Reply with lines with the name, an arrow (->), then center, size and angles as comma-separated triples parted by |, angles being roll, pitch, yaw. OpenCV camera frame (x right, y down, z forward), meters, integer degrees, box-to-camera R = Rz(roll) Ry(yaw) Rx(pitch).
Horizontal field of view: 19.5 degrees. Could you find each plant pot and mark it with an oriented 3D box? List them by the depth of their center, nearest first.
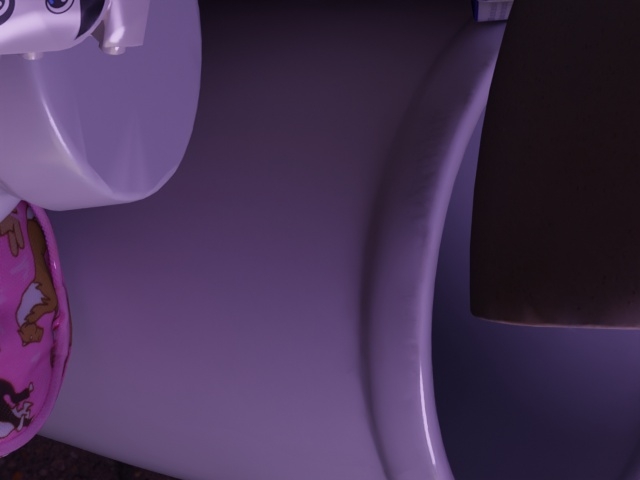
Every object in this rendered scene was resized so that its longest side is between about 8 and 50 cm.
plant pot -> 0.184, -0.080, 0.598 | 0.284, 0.191, 0.284 | -4, -179, 0

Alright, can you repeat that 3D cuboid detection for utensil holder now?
utensil holder -> 0.000, 0.000, 1.100 | 0.385, 0.328, 0.327 | 9, -170, 39

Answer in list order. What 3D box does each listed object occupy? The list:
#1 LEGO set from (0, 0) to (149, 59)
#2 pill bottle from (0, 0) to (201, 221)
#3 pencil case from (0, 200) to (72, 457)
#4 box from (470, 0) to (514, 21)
LEGO set -> -0.142, -0.051, 0.351 | 0.227, 0.093, 0.087 | -8, -146, -33
pill bottle -> -0.195, -0.069, 0.679 | 0.278, 0.162, 0.162 | -3, -178, 21
pencil case -> -0.326, 0.037, 1.002 | 0.386, 0.167, 0.160 | 0, -137, 27
box -> 0.133, -0.142, 0.830 | 0.137, 0.072, 0.126 | -5, -178, 4
